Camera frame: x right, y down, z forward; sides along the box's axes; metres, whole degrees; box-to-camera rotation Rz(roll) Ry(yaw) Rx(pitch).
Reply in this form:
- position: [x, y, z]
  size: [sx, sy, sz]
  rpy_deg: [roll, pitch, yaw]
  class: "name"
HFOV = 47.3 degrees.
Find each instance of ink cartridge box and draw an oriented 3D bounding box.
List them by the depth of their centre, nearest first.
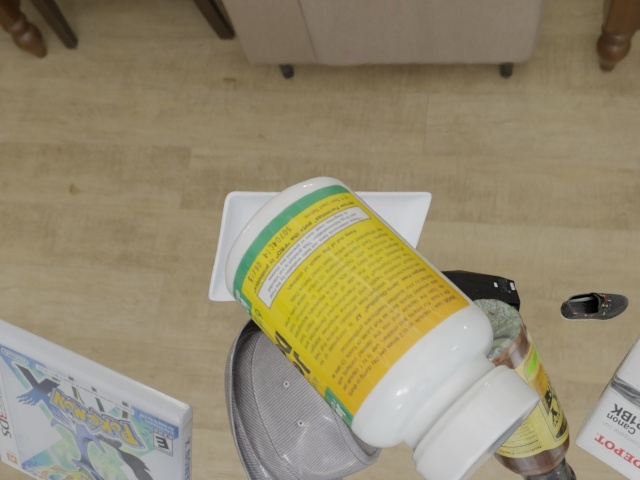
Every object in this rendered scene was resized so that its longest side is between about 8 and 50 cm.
- position: [0.526, 0.229, 1.053]
  size: [0.197, 0.114, 0.273]
  rpy_deg: [32, 107, 22]
  class: "ink cartridge box"

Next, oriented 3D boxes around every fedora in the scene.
- position: [-0.002, 0.210, 0.933]
  size: [0.124, 0.243, 0.275]
  rpy_deg: [-26, 73, 30]
  class: "fedora"

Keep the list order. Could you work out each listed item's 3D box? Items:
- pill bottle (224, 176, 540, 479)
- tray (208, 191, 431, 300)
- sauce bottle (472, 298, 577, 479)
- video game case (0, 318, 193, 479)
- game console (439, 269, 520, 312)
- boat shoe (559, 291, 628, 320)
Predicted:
- position: [0.040, 0.062, 0.495]
  size: [0.117, 0.117, 0.208]
  rpy_deg: [-42, 66, -7]
  class: "pill bottle"
- position: [0.000, 0.000, 0.882]
  size: [0.270, 0.145, 0.030]
  rpy_deg: [-2, 33, -28]
  class: "tray"
- position: [0.254, 0.224, 0.941]
  size: [0.111, 0.344, 0.111]
  rpy_deg: [-20, 35, 15]
  class: "sauce bottle"
- position: [-0.327, 0.273, 1.017]
  size: [0.329, 0.300, 0.036]
  rpy_deg: [20, 39, 15]
  class: "video game case"
- position: [0.276, 0.145, 1.387]
  size: [0.213, 0.361, 0.044]
  rpy_deg: [5, 112, 5]
  class: "game console"
- position: [0.509, 0.120, 1.347]
  size: [0.133, 0.042, 0.049]
  rpy_deg: [-5, 62, -9]
  class: "boat shoe"
